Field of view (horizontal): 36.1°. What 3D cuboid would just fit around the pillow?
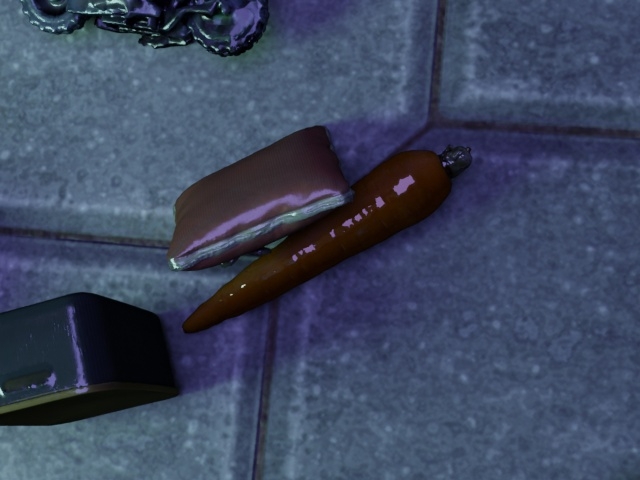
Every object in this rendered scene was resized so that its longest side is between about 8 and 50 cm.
[{"bbox_3d":[-0.059,-0.035,0.926,0.179,0.171,0.075,-25,115,5],"label":"pillow"}]

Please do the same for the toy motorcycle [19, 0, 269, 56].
[{"bbox_3d":[-0.176,-0.274,0.990,0.270,0.106,0.159,9,91,14],"label":"toy motorcycle"}]

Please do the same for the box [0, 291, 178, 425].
[{"bbox_3d":[-0.229,0.113,0.906,0.145,0.201,0.090,-15,78,9],"label":"box"}]

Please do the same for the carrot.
[{"bbox_3d":[0.000,0.000,0.949,0.336,0.069,0.069,-31,80,9],"label":"carrot"}]
